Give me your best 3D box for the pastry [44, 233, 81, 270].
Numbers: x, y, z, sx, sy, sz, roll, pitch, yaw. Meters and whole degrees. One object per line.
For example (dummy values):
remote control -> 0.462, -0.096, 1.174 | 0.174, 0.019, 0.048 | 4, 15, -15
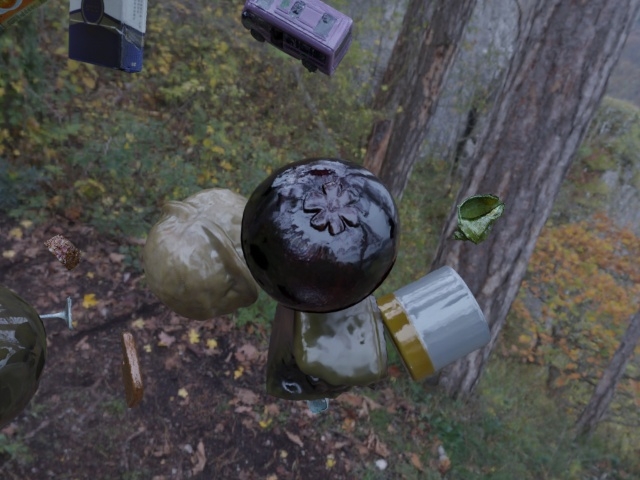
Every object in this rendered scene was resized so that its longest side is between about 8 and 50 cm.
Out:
pastry -> -0.691, 0.029, 1.492 | 0.063, 0.169, 0.087 | -42, 91, -20

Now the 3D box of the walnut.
walnut -> -0.301, 0.042, 1.498 | 0.382, 0.381, 0.381 | 8, 28, -4

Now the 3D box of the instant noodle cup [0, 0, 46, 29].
instant noodle cup -> -0.848, -0.714, 1.445 | 0.214, 0.296, 0.296 | -46, 47, -5

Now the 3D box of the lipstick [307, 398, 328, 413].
lipstick -> -0.006, 0.525, 1.892 | 0.079, 0.077, 0.253 | -19, -1, 3

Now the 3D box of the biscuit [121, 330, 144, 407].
biscuit -> -0.514, 0.351, 1.495 | 0.036, 0.192, 0.186 | -9, 68, -29

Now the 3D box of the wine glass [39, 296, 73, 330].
wine glass -> -0.735, 0.199, 1.412 | 0.183, 0.122, 0.122 | -2, 31, -25

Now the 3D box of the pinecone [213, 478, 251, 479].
pinecone -> -0.210, 0.611, 1.180 | 0.205, 0.179, 0.184 | -9, 28, 12

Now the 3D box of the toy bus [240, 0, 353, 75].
toy bus -> -0.044, -0.390, 0.989 | 0.199, 0.096, 0.108 | 30, -7, 2

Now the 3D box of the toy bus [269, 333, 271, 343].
toy bus -> -0.089, 0.341, 1.779 | 0.106, 0.092, 0.268 | -4, -6, -23

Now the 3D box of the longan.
longan -> -0.768, 0.253, 1.133 | 0.405, 0.336, 0.404 | 5, 21, -2

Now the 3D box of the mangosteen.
mangosteen -> 0.000, 0.000, 1.080 | 0.307, 0.347, 0.306 | 2, 70, -4

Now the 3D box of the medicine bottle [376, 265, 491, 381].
medicine bottle -> 0.290, 0.217, 1.456 | 0.232, 0.237, 0.238 | -27, 34, -1

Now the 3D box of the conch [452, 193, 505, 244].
conch -> 0.301, -0.044, 1.066 | 0.089, 0.121, 0.074 | 47, 6, -23

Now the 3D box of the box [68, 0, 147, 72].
box -> -0.424, -0.477, 1.096 | 0.168, 0.259, 0.071 | 19, 18, 27

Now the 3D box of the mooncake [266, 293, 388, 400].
mooncake -> 0.010, 0.277, 1.390 | 0.246, 0.393, 0.394 | 2, 19, -15
